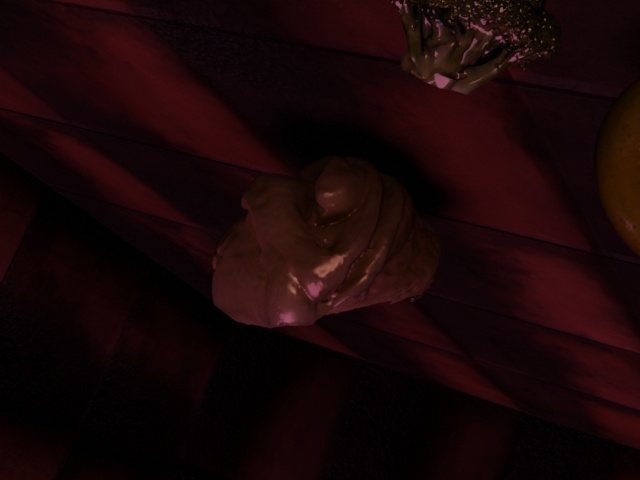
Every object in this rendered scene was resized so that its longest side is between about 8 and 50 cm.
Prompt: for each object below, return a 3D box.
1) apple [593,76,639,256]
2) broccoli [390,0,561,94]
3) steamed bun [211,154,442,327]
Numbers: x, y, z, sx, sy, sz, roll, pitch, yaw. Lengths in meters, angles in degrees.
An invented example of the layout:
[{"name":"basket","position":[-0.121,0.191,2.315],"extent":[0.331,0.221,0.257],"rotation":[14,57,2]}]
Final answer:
[{"name":"apple","position":[0.339,-0.061,0.997],"extent":[0.196,0.196,0.157],"rotation":[13,-167,37]},{"name":"broccoli","position":[0.125,-0.193,0.950],"extent":[0.162,0.137,0.146],"rotation":[14,-157,-21]},{"name":"steamed bun","position":[0.002,-0.001,1.651],"extent":[0.325,0.230,0.372],"rotation":[-14,179,33]}]
